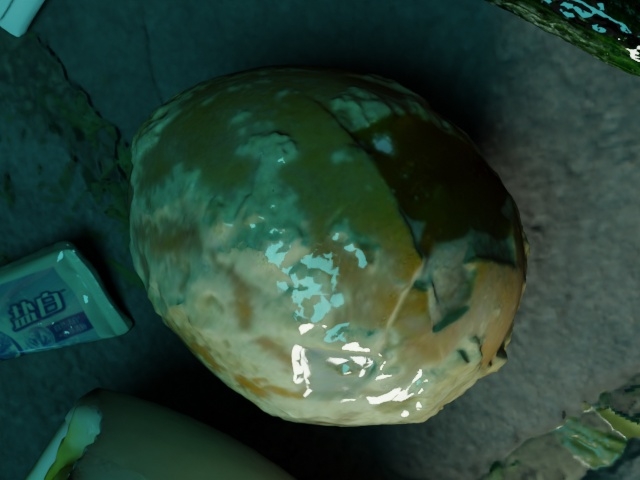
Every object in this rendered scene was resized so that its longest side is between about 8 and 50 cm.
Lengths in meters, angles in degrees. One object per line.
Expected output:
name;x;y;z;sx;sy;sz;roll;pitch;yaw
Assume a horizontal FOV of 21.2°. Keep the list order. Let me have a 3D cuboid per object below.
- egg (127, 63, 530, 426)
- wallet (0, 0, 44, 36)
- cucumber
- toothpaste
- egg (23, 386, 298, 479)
egg;0.000;0.000;0.928;0.233;0.195;0.195;41;120;15
wallet;-0.176;-0.184;1.028;0.061;0.025;0.122;37;119;-1
cucumber;0.104;-0.144;0.907;0.215;0.052;0.058;30;138;10
toothpaste;-0.253;0.063;1.145;0.268;0.047;0.069;-17;89;24
egg;-0.074;0.308;1.000;0.340;0.354;0.354;31;120;-8
